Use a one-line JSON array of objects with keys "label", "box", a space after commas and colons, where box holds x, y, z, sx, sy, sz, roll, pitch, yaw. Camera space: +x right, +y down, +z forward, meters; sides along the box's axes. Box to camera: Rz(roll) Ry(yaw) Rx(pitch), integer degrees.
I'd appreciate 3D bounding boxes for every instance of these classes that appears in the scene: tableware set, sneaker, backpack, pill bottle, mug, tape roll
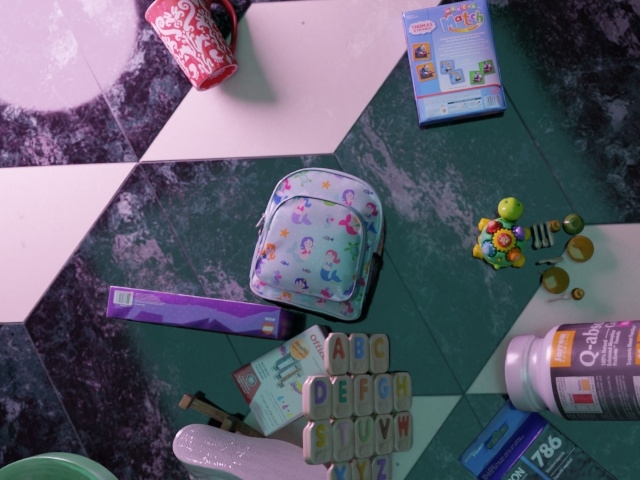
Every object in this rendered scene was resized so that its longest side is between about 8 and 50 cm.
[{"label": "tableware set", "box": [0.440, 0.033, 1.695, 0.104, 0.024, 0.154, -11, 82, 1]}, {"label": "sneaker", "box": [-0.104, 0.417, 1.635, 0.292, 0.169, 0.108, 17, 56, 18]}, {"label": "backpack", "box": [0.000, 0.000, 1.663, 0.225, 0.191, 0.254, 15, 81, 7]}, {"label": "pill bottle", "box": [0.459, 0.216, 1.559, 0.278, 0.162, 0.162, -7, 83, 34]}, {"label": "mug", "box": [-0.219, -0.381, 1.754, 0.150, 0.113, 0.169, -31, 86, 3]}, {"label": "tape roll", "box": [-0.488, 0.548, 1.702, 0.321, 0.077, 0.321, 0, 85, 6]}]

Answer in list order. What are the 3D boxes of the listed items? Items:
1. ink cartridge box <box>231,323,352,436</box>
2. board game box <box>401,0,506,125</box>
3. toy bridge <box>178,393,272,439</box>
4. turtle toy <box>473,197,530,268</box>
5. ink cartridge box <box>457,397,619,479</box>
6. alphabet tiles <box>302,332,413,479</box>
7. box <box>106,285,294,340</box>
[{"label": "ink cartridge box", "box": [-0.043, 0.242, 1.665, 0.176, 0.127, 0.128, -30, 82, 1]}, {"label": "board game box", "box": [0.244, -0.329, 1.739, 0.160, 0.039, 0.212, -9, 84, 4]}, {"label": "toy bridge", "box": [-0.162, 0.329, 1.699, 0.188, 0.063, 0.026, 27, 88, 9]}, {"label": "turtle toy", "box": [0.328, -0.013, 1.686, 0.095, 0.066, 0.130, 12, 86, 6]}, {"label": "ink cartridge box", "box": [0.415, 0.435, 1.637, 0.332, 0.065, 0.165, 39, 90, 9]}, {"label": "alphabet tiles", "box": [0.069, 0.295, 1.590, 0.021, 0.284, 0.278, -6, 81, 40]}, {"label": "box", "box": [-0.201, 0.130, 1.654, 0.293, 0.201, 0.057, 7, 84, 6]}]
